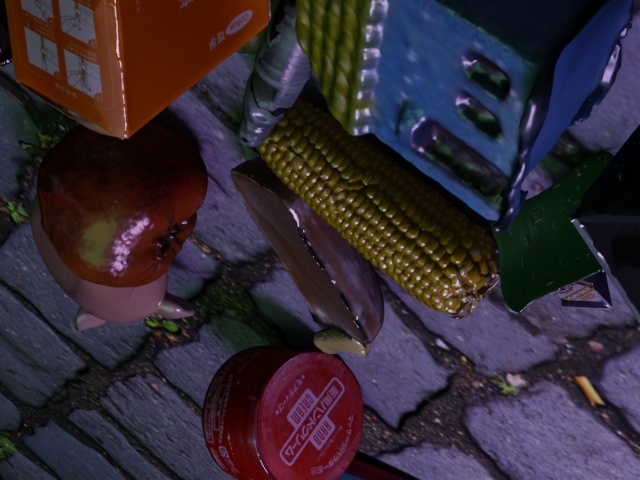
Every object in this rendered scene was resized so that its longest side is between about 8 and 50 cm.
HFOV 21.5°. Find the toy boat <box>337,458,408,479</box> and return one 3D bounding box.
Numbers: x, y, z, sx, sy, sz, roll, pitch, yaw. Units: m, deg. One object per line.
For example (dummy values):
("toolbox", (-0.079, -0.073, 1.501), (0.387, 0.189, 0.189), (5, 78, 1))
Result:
("toy boat", (0.057, 0.366, 2.424), (0.392, 0.079, 0.136), (16, 147, 42))

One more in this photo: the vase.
("vase", (-0.040, -0.170, 1.683), (0.060, 0.060, 0.211), (35, 136, 7))

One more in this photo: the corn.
("corn", (0.058, -0.038, 1.773), (0.305, 0.106, 0.106), (39, 153, 4))

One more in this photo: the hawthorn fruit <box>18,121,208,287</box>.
("hawthorn fruit", (-0.264, -0.066, 2.030), (0.243, 0.207, 0.207), (33, 152, 16))

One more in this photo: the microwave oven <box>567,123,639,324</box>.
("microwave oven", (0.372, -0.035, 1.259), (0.295, 0.237, 0.181), (3, 135, 55))

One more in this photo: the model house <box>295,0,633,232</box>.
("model house", (0.102, -0.200, 1.377), (0.303, 0.215, 0.237), (36, 153, 16))

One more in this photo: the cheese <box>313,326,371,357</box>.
("cheese", (0.029, 0.129, 2.137), (0.083, 0.030, 0.044), (-9, 121, 48))

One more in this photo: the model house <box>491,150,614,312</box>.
("model house", (0.257, 0.002, 1.610), (0.088, 0.117, 0.167), (16, 144, -37))

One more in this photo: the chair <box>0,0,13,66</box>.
("chair", (-0.341, -0.250, 1.863), (0.160, 0.186, 0.319), (11, 140, 34))

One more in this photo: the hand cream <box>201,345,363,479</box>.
("hand cream", (-0.050, 0.233, 2.221), (0.125, 0.193, 0.193), (5, 138, 50))

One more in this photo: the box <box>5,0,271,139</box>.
("box", (-0.161, -0.290, 1.479), (0.143, 0.225, 0.341), (26, 139, 25))

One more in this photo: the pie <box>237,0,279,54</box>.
("pie", (-0.123, -0.277, 1.693), (0.218, 0.052, 0.185), (29, 152, 21))

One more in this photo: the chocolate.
("chocolate", (0.001, 0.000, 1.925), (0.161, 0.083, 0.261), (32, 157, 52))

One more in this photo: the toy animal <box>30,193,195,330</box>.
("toy animal", (-0.282, 0.013, 2.212), (0.166, 0.154, 0.250), (7, 142, 34))
